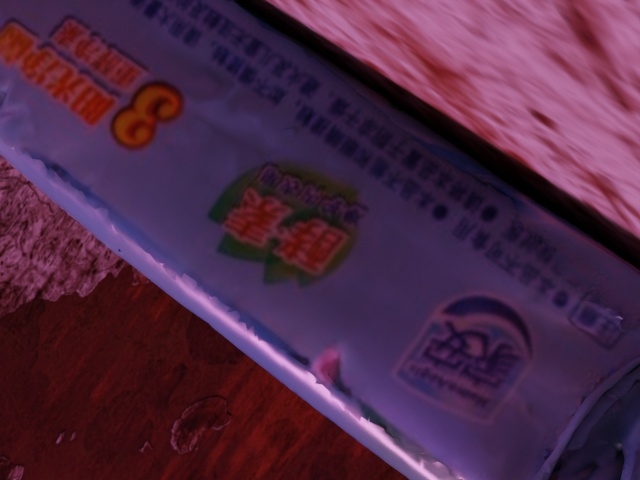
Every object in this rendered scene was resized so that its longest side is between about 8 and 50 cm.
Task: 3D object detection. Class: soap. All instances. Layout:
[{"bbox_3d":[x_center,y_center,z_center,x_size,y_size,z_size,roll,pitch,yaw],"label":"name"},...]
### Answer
[{"bbox_3d":[0.000,0.000,0.501,0.293,0.077,0.156,36,177,20],"label":"soap"}]
